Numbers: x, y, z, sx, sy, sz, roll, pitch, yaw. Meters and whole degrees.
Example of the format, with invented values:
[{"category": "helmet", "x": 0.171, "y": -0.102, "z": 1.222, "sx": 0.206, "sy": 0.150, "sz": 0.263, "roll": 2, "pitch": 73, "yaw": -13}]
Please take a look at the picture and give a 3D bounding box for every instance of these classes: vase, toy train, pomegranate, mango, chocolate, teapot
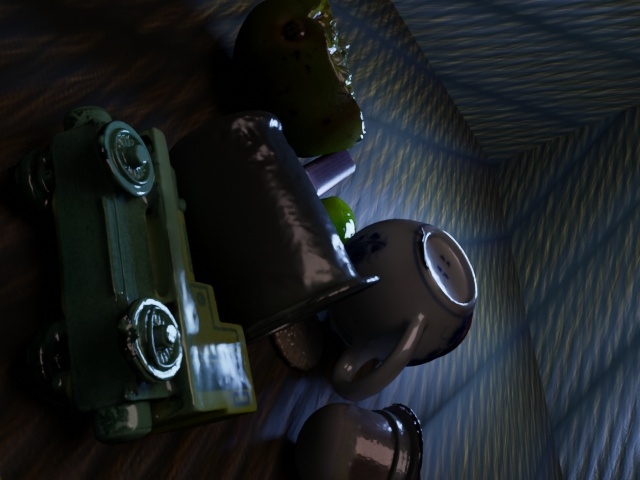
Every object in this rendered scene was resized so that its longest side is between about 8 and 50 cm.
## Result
[{"category": "vase", "x": -0.080, "y": -0.019, "z": 0.840, "sx": 0.245, "sy": 0.245, "sz": 0.291, "roll": -6, "pitch": 69, "yaw": -62}, {"category": "toy train", "x": -0.202, "y": 0.031, "z": 0.661, "sx": 0.237, "sy": 0.150, "sz": 0.369, "roll": 28, "pitch": 47, "yaw": -63}, {"category": "pomegranate", "x": -0.049, "y": -0.284, "z": 1.119, "sx": 0.358, "sy": 0.216, "sz": 0.310, "roll": 84, "pitch": -12, "yaw": -73}, {"category": "mango", "x": 0.000, "y": 0.000, "z": 1.079, "sx": 0.125, "sy": 0.111, "sz": 0.233, "roll": 54, "pitch": 29, "yaw": -15}, {"category": "chocolate", "x": 0.035, "y": 0.322, "z": 0.866, "sx": 0.147, "sy": 0.221, "sz": 0.221, "roll": 23, "pitch": 45, "yaw": -21}, {"category": "teapot", "x": 0.114, "y": 0.102, "z": 1.027, "sx": 0.252, "sy": 0.280, "sz": 0.424, "roll": 45, "pitch": 37, "yaw": -18}]

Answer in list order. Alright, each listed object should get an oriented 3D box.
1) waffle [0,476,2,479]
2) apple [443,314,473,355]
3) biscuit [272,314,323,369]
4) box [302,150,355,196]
[{"category": "waffle", "x": -0.271, "y": 0.080, "z": 0.306, "sx": 0.151, "sy": 0.324, "sz": 0.261, "roll": -25, "pitch": 76, "yaw": -32}, {"category": "apple", "x": 0.211, "y": 0.136, "z": 1.248, "sx": 0.218, "sy": 0.218, "sz": 0.201, "roll": 56, "pitch": 32, "yaw": -22}, {"category": "biscuit", "x": -0.040, "y": 0.145, "z": 0.994, "sx": 0.152, "sy": 0.020, "sz": 0.152, "roll": 40, "pitch": 39, "yaw": -43}, {"category": "box", "x": -0.022, "y": -0.111, "z": 1.114, "sx": 0.069, "sy": 0.120, "sz": 0.224, "roll": 62, "pitch": 29, "yaw": -7}]
